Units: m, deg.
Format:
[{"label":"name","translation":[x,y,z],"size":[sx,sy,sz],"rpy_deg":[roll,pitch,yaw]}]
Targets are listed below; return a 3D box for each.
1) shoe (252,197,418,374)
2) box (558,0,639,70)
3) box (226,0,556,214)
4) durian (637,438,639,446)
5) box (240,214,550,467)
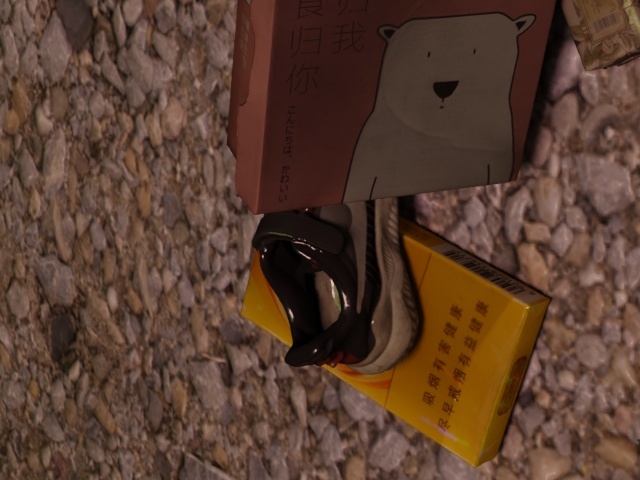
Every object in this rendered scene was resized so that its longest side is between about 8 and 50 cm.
[{"label":"shoe","translation":[0.000,0.000,1.010],"size":[0.099,0.112,0.228],"rpy_deg":[-17,88,41]},{"label":"box","translation":[0.196,-0.169,0.885],"size":[0.062,0.045,0.098],"rpy_deg":[-20,86,45]},{"label":"box","translation":[0.044,-0.136,0.893],"size":[0.086,0.215,0.215],"rpy_deg":[-122,31,-48]},{"label":"durian","translation":[0.271,0.207,0.880],"size":[0.086,0.100,0.215],"rpy_deg":[-15,98,41]},{"label":"box","translation":[0.052,0.055,1.078],"size":[0.269,0.043,0.152],"rpy_deg":[32,117,33]}]
